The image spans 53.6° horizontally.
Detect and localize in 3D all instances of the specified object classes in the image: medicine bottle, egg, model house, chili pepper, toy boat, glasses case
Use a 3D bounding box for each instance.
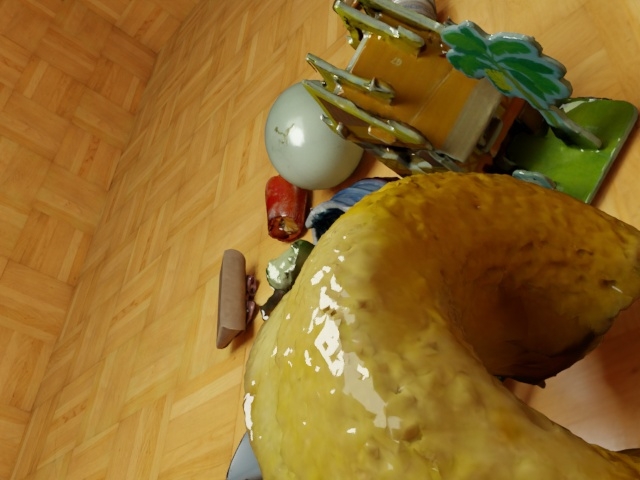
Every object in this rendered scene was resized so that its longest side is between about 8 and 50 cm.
[{"bbox_3d":[0.160,-0.379,1.141,0.105,0.105,0.168,-33,39,38],"label":"medicine bottle"},{"bbox_3d":[-0.011,-0.199,1.158,0.183,0.183,0.264,-44,27,24],"label":"egg"},{"bbox_3d":[0.134,-0.145,0.767,0.242,0.313,0.358,-62,31,0],"label":"model house"},{"bbox_3d":[-0.067,-0.090,1.250,0.086,0.084,0.192,-8,53,14],"label":"chili pepper"},{"bbox_3d":[0.043,-0.001,0.830,0.142,0.129,0.309,-45,10,-15],"label":"toy boat"},{"bbox_3d":[-0.164,0.123,1.234,0.102,0.070,0.193,109,162,-44],"label":"glasses case"}]

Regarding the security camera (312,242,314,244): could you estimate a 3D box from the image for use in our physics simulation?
[{"bbox_3d":[0.000,0.000,1.109,0.092,0.058,0.058,-42,32,7],"label":"security camera"}]

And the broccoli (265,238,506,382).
[{"bbox_3d":[0.058,0.119,0.683,0.177,0.275,0.198,-4,75,60],"label":"broccoli"}]

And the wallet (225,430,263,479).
[{"bbox_3d":[-0.023,0.256,0.883,0.231,0.069,0.170,-33,21,33],"label":"wallet"}]

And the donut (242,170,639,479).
[{"bbox_3d":[0.145,0.110,0.459,0.435,0.377,0.163,-107,29,-43],"label":"donut"}]

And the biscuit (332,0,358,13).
[{"bbox_3d":[0.097,-0.607,1.501,0.170,0.050,0.170,-45,24,27],"label":"biscuit"}]
